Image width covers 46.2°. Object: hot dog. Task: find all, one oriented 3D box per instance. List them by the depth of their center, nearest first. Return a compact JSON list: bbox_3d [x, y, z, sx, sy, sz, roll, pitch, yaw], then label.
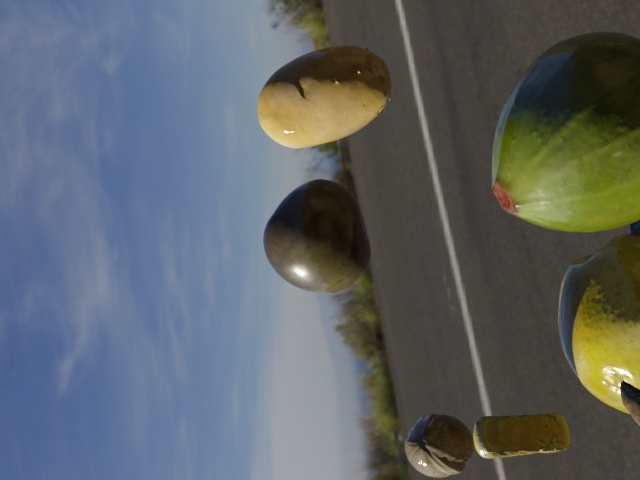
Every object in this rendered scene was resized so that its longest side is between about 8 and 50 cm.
[{"bbox_3d":[0.410,0.407,1.563,0.073,0.243,0.084,-45,49,54],"label":"hot dog"}]

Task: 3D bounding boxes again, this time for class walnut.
[{"bbox_3d":[0.254,0.439,1.606,0.162,0.140,0.140,32,-142,-37],"label":"walnut"}]

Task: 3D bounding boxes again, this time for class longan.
[{"bbox_3d":[0.000,0.000,1.625,0.215,0.246,0.245,-114,13,-50],"label":"longan"}]

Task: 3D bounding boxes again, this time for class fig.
[{"bbox_3d":[0.390,-0.146,1.123,0.316,0.317,0.315,-7,-90,-89],"label":"fig"}]

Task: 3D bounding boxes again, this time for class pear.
[{"bbox_3d":[0.680,0.186,1.529,0.418,0.363,0.362,54,173,15],"label":"pear"}]

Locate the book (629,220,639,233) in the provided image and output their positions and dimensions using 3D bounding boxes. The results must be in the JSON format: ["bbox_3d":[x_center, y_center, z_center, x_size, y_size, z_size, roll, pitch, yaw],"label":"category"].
[{"bbox_3d":[0.723,-0.157,1.594,0.202,0.027,0.264,125,159,-53],"label":"book"}]

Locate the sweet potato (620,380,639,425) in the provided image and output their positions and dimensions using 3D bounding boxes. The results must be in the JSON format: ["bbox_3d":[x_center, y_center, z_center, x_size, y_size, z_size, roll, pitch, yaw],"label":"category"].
[{"bbox_3d":[0.352,0.195,0.758,0.038,0.041,0.153,-54,39,21],"label":"sweet potato"}]

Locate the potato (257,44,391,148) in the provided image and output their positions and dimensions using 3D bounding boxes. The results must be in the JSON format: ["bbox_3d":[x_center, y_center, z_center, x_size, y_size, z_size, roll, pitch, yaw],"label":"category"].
[{"bbox_3d":[0.004,-0.239,1.251,0.146,0.234,0.150,-49,-65,-80],"label":"potato"}]
